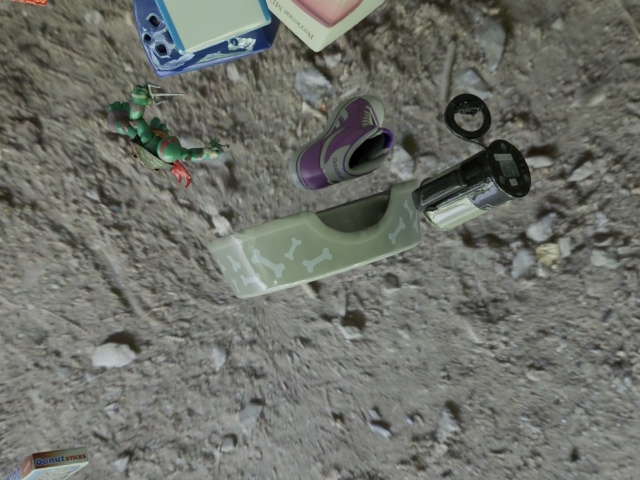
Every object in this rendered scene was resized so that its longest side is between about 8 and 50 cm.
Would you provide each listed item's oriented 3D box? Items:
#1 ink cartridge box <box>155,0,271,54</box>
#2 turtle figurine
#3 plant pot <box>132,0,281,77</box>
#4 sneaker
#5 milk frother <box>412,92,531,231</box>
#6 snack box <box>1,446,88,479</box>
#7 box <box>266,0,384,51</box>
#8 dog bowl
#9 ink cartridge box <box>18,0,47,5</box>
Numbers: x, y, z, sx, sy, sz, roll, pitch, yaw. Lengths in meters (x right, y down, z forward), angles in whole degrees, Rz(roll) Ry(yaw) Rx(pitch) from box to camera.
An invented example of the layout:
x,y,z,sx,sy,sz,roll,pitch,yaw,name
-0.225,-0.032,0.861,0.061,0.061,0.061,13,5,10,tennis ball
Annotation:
x,y,z,sx,sy,sz,roll,pitch,yaw,name
-0.114,-0.267,0.732,0.086,0.203,0.148,-22,118,2,ink cartridge box
-0.261,-0.173,1.367,0.118,0.234,0.175,-51,125,-11,turtle figurine
-0.208,-0.453,1.457,0.236,0.212,0.236,-10,43,20,plant pot
0.081,-0.179,1.470,0.102,0.161,0.282,60,43,-23,sneaker
0.189,-0.105,1.134,0.129,0.135,0.143,14,62,-35,milk frother
-0.337,0.282,0.997,0.064,0.178,0.022,2,63,-36,snack box
0.017,-0.333,0.854,0.148,0.232,0.127,44,62,3,box
0.000,0.000,1.323,0.349,0.349,0.102,-17,92,-5,dog bowl
-0.436,-0.389,1.128,0.179,0.045,0.145,-2,123,-41,ink cartridge box
